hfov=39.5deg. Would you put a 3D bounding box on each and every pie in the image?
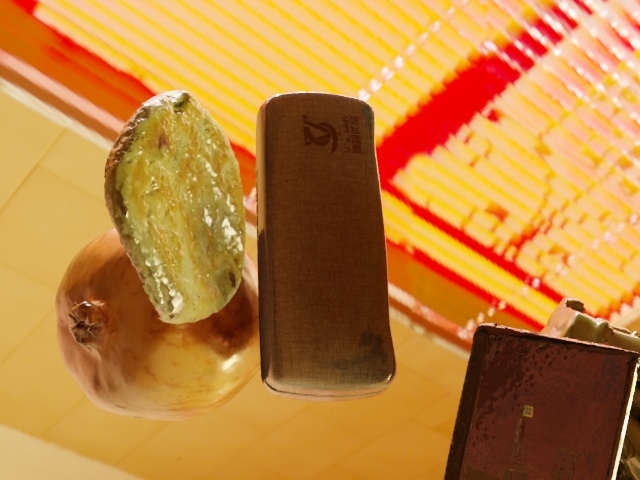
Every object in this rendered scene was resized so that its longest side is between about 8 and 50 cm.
[{"bbox_3d":[-0.109,-0.025,0.693,0.187,0.041,0.187,-5,-90,-70],"label":"pie"}]

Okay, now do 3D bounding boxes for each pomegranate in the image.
[{"bbox_3d":[-0.170,0.084,0.962,0.248,0.248,0.248,30,-141,-27],"label":"pomegranate"}]

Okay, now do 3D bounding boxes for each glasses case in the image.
[{"bbox_3d":[0.000,0.000,0.909,0.131,0.074,0.323,2,-113,-12],"label":"glasses case"}]

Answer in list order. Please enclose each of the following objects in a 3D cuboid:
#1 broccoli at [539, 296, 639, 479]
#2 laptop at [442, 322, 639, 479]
[{"bbox_3d":[0.340,0.180,0.888,0.283,0.304,0.321,36,-113,-4],"label":"broccoli"},{"bbox_3d":[0.163,0.168,0.682,0.135,0.197,0.016,10,-178,-5],"label":"laptop"}]
